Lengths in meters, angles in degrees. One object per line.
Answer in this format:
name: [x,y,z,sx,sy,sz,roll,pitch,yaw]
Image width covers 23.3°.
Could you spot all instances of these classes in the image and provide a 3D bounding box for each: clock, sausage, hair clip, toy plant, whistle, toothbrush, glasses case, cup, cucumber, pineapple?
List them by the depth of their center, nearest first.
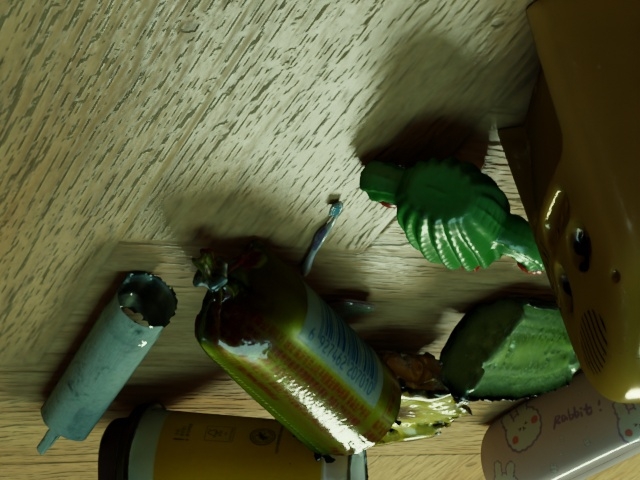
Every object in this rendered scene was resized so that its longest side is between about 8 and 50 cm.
clock: [0.265,-0.018,1.220,0.200,0.317,0.244,-5,152,-1]
toy plant: [0.134,-0.012,1.383,0.155,0.088,0.240,15,169,40]
toothbrush: [0.000,0.000,1.455,0.013,0.011,0.131,-15,155,-24]
sausage: [-0.041,0.101,1.494,0.125,0.117,0.317,-44,137,-1]
whistle: [-0.222,0.132,1.549,0.062,0.062,0.312,2,148,-27]
hair clip: [-0.001,0.091,1.610,0.054,0.022,0.137,13,140,-42]
cup: [-0.094,0.271,1.670,0.280,0.196,0.196,-1,154,9]
cucumber: [0.212,0.111,1.681,0.193,0.086,0.115,5,104,-39]
pineapple: [0.065,0.171,1.723,0.225,0.076,0.225,-3,154,-2]
glasses case: [0.320,0.232,1.913,0.297,0.113,0.075,-34,145,33]
